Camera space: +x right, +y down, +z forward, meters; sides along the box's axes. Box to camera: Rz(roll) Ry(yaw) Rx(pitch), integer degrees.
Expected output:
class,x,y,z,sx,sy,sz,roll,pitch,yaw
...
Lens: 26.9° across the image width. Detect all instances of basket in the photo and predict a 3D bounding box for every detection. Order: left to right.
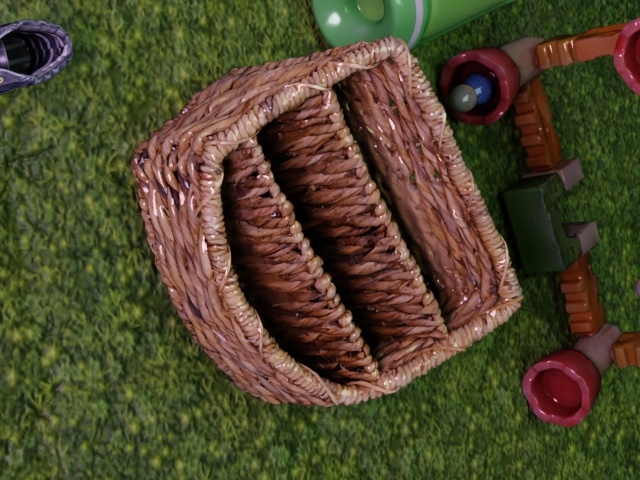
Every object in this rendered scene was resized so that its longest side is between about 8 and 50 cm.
class,x,y,z,sx,sy,sz,roll,pitch,yaw
basket,0.000,0.000,1.179,0.213,0.223,0.299,-45,119,-38

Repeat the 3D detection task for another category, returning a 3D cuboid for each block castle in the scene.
class,x,y,z,sx,sy,sz,roll,pitch,yaw
block castle,0.331,-0.019,1.470,0.213,0.303,0.453,-33,111,-49

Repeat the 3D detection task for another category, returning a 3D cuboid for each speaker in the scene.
class,x,y,z,sx,sy,sz,roll,pitch,yaw
speaker,0.125,-0.282,1.397,0.296,0.131,0.131,-31,110,-42

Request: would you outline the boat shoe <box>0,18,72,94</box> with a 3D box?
class,x,y,z,sx,sy,sz,roll,pitch,yaw
boat shoe,-0.276,-0.131,0.999,0.183,0.083,0.065,-27,107,-44
